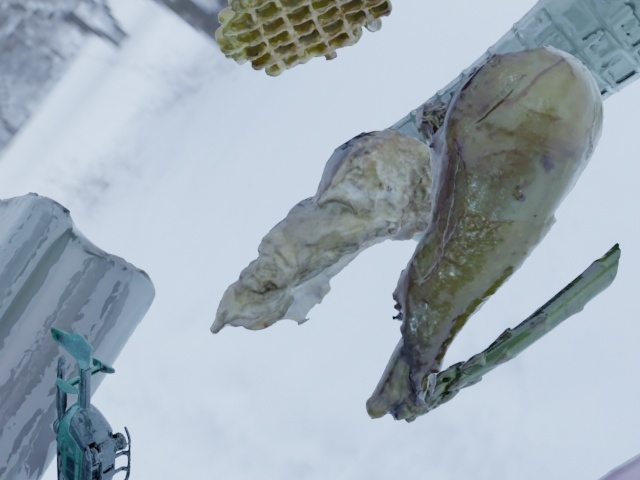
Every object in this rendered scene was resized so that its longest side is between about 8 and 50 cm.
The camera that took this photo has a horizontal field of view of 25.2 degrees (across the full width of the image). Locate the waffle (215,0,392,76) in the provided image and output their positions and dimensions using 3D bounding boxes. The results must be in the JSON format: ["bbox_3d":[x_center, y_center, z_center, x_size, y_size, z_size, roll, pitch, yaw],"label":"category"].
[{"bbox_3d":[-0.012,-0.224,1.363,0.191,0.191,0.038,-40,60,34],"label":"waffle"}]

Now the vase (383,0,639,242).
[{"bbox_3d":[0.172,-0.126,1.256,0.299,0.143,0.143,-40,17,15],"label":"vase"}]

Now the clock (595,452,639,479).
[{"bbox_3d":[0.222,0.265,0.762,0.113,0.295,0.322,-31,-18,-5],"label":"clock"}]

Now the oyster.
[{"bbox_3d":[0.008,-0.006,1.137,0.233,0.107,0.161,-33,2,4],"label":"oyster"}]

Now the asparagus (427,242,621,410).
[{"bbox_3d":[0.158,0.077,1.155,0.236,0.027,0.034,-34,17,-12],"label":"asparagus"}]

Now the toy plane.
[{"bbox_3d":[-0.260,0.204,1.580,0.060,0.096,0.235,-24,-49,-42],"label":"toy plane"}]

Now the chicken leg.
[{"bbox_3d":[0.062,-0.003,0.628,0.093,0.070,0.178,30,101,62],"label":"chicken leg"}]

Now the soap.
[{"bbox_3d":[-0.441,0.176,1.759,0.350,0.213,0.435,-4,50,59],"label":"soap"}]
